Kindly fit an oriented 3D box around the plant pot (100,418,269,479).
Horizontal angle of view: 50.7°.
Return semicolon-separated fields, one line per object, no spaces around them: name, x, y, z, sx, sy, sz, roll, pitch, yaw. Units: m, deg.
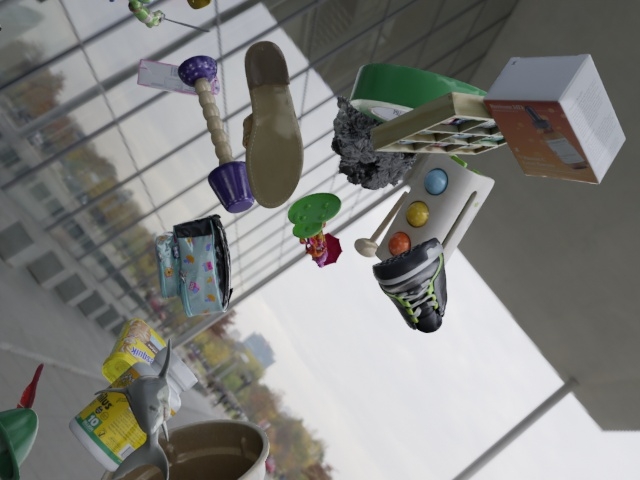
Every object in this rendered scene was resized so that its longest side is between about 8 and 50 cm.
plant pot;-0.237;0.576;1.355;0.334;0.333;0.306;-160;-123;-67

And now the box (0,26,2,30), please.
box;-0.606;-0.251;0.828;0.322;0.257;0.079;33;-28;-34

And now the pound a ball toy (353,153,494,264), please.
pound a ball toy;0.201;-0.054;1.496;0.135;0.319;0.208;7;28;-48

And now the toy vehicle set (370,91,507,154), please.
toy vehicle set;0.233;-0.182;1.090;0.166;0.266;0.035;-18;-100;49

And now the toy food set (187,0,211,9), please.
toy food set;-0.297;-0.704;1.724;0.128;0.071;0.218;23;-61;51

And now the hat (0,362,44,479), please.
hat;-0.635;0.406;1.502;0.173;0.183;0.209;-9;-81;44

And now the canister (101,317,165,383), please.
canister;-0.434;0.275;1.590;0.126;0.073;0.170;50;16;-21

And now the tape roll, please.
tape roll;0.222;-0.273;1.396;0.321;0.077;0.321;17;3;-1

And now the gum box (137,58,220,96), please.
gum box;-0.341;-0.391;1.651;0.107;0.188;0.062;-115;-145;-80

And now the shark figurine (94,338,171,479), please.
shark figurine;-0.282;0.255;1.023;0.278;0.116;0.166;112;-23;-53

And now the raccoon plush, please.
raccoon plush;0.219;-0.335;1.990;0.216;0.446;0.299;57;28;-43

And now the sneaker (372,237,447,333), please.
sneaker;0.126;0.061;0.815;0.097;0.084;0.234;67;10;12

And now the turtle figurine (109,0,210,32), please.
turtle figurine;-0.351;-0.570;1.439;0.266;0.274;0.198;52;-24;31

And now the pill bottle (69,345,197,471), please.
pill bottle;-0.322;0.289;1.188;0.117;0.208;0.117;40;-20;19

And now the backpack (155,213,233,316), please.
backpack;-0.241;0.055;1.306;0.166;0.144;0.188;-144;-140;-82

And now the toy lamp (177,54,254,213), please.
toy lamp;-0.171;-0.175;1.130;0.080;0.080;0.275;95;-21;-69

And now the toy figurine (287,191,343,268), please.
toy figurine;0.000;0.000;1.591;0.173;0.130;0.159;-73;153;-50

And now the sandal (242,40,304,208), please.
sandal;-0.077;-0.173;1.013;0.079;0.088;0.240;-135;-140;-72

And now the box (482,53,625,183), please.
box;0.341;-0.176;0.984;0.130;0.091;0.170;16;-24;51
